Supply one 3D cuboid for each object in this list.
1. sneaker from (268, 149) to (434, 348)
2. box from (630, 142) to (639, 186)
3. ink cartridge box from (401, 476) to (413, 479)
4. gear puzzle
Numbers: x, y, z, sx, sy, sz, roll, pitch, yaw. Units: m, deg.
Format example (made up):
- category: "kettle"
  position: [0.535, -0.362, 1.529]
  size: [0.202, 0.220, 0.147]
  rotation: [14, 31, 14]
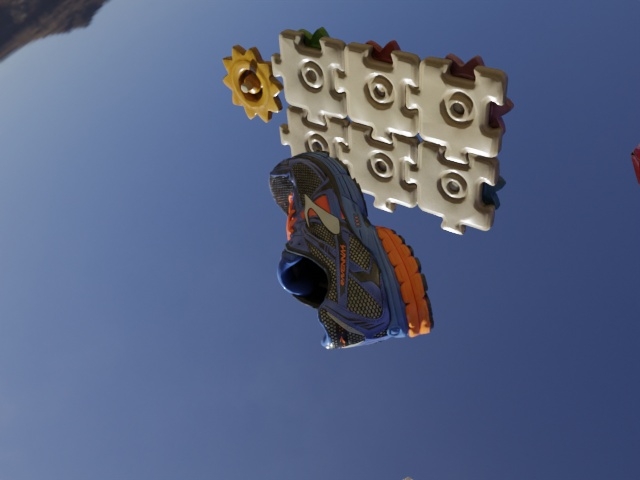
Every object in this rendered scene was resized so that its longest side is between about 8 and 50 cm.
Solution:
- category: "sneaker"
  position: [0.000, 0.000, 0.538]
  size: [0.087, 0.083, 0.221]
  rotation: [-21, -141, -13]
- category: "box"
  position: [0.305, -0.004, 0.331]
  size: [0.128, 0.257, 0.122]
  rotation: [124, -23, -49]
- category: "ink cartridge box"
  position: [0.004, 0.385, 0.676]
  size: [0.278, 0.201, 0.117]
  rotation: [-25, -130, -15]
- category: "gear puzzle"
  position: [0.032, -0.126, 0.693]
  size: [0.339, 0.175, 0.044]
  rotation: [21, -136, 31]
